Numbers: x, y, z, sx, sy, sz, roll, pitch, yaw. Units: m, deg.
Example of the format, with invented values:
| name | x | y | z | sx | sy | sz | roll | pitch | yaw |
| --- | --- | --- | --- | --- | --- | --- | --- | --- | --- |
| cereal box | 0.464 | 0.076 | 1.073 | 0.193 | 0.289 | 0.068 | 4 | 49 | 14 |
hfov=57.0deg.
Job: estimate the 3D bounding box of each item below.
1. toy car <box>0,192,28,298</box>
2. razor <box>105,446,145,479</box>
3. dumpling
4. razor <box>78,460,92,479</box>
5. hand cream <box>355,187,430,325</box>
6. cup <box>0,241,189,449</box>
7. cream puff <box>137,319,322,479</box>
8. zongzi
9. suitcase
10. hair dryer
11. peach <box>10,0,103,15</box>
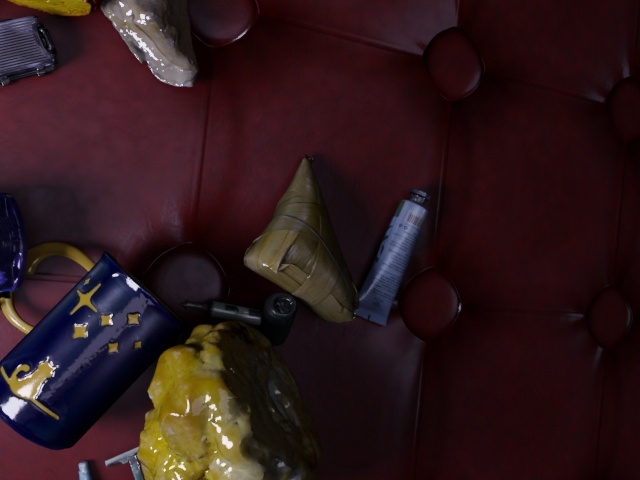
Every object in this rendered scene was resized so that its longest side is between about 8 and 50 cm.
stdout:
| name | x | y | z | sx | sy | sz | roll | pitch | yaw |
| --- | --- | --- | --- | --- | --- | --- | --- | --- | --- |
| toy car | -0.535 | 0.012 | 0.800 | 0.235 | 0.158 | 0.172 | -5 | 92 | 1 |
| razor | -0.287 | 0.449 | 0.996 | 0.084 | 0.036 | 0.211 | -19 | 98 | -18 |
| dumpling | -0.280 | -0.421 | 0.953 | 0.166 | 0.086 | 0.332 | -4 | 89 | -25 |
| razor | -0.375 | 0.428 | 0.961 | 0.068 | 0.040 | 0.135 | -11 | 91 | -22 |
| hand cream | 0.143 | 0.028 | 1.152 | 0.091 | 0.058 | 0.271 | 25 | 86 | -32 |
| cup | -0.378 | 0.147 | 0.912 | 0.256 | 0.255 | 0.178 | -47 | 144 | -12 |
| cream puff | -0.165 | 0.305 | 0.931 | 0.257 | 0.291 | 0.324 | -36 | 132 | 9 |
| zongzi | 0.000 | 0.000 | 1.082 | 0.228 | 0.115 | 0.256 | 40 | 54 | -31 |
| suitcase | -0.470 | -0.285 | 0.892 | 0.126 | 0.059 | 0.086 | -23 | 101 | -22 |
| hair dryer | -0.144 | 0.125 | 1.025 | 0.197 | 0.100 | 0.057 | 10 | 47 | -7 |
| peach | -0.406 | -0.399 | 0.895 | 0.172 | 0.092 | 0.127 | -20 | 98 | -3 |
